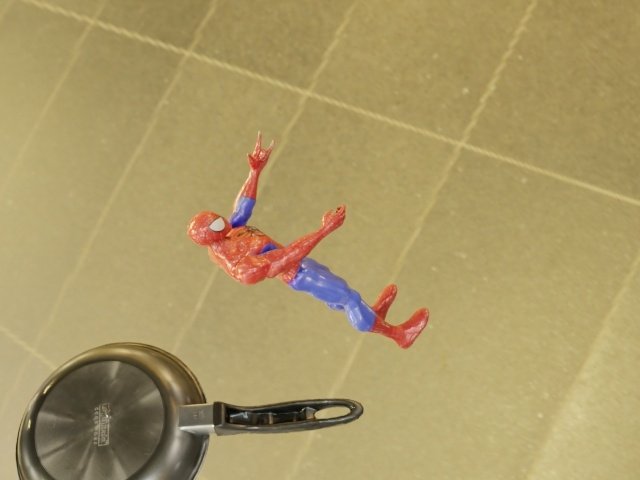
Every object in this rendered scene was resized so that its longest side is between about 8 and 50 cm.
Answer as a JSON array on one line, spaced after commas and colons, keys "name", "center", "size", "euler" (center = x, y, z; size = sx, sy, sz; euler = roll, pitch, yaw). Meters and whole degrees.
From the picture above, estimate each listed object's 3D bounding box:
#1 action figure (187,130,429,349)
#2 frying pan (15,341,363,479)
[{"name": "action figure", "center": [0.000, 0.000, 1.159], "size": [0.091, 0.280, 0.139], "euler": [34, 100, 50]}, {"name": "frying pan", "center": [-0.144, 0.196, 1.139], "size": [0.326, 0.053, 0.197], "euler": [12, 65, 19]}]
